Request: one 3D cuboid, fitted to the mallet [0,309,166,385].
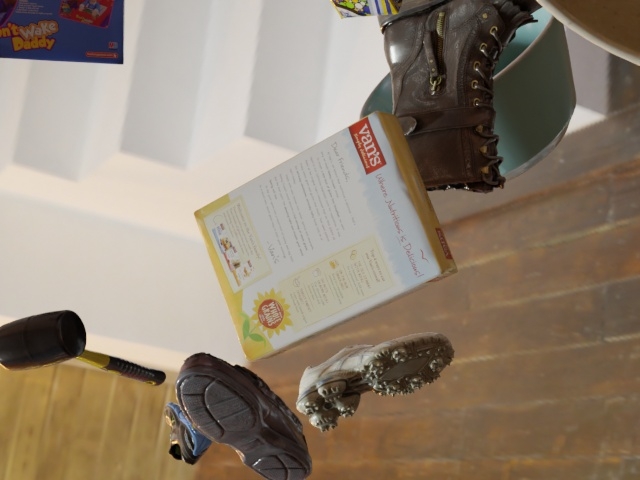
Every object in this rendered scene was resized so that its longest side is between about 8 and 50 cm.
[{"bbox_3d":[-0.185,0.095,0.872,0.062,0.190,0.039,-10,70,12],"label":"mallet"}]

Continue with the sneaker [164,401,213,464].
[{"bbox_3d":[-0.232,0.323,1.846,0.078,0.067,0.188,-60,21,-3],"label":"sneaker"}]

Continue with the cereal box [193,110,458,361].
[{"bbox_3d":[0.000,0.000,1.103,0.240,0.047,0.173,-26,77,26],"label":"cereal box"}]

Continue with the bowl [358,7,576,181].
[{"bbox_3d":[0.224,-0.185,1.510,0.311,0.163,0.311,-32,21,14],"label":"bowl"}]

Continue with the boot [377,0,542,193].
[{"bbox_3d":[0.170,-0.162,1.160,0.263,0.091,0.229,-12,77,32],"label":"boot"}]

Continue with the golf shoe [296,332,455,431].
[{"bbox_3d":[0.053,0.128,1.169,0.176,0.069,0.086,-23,32,9],"label":"golf shoe"}]

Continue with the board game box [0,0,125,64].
[{"bbox_3d":[-0.468,-0.393,1.663,0.078,0.347,0.233,-121,34,-73],"label":"board game box"}]

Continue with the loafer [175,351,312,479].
[{"bbox_3d":[-0.109,0.241,1.579,0.109,0.302,0.095,-20,43,20],"label":"loafer"}]

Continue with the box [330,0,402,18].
[{"bbox_3d":[0.013,-0.256,0.895,0.059,0.169,0.054,2,61,32],"label":"box"}]

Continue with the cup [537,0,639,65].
[{"bbox_3d":[0.268,-0.273,0.598,0.331,0.331,0.237,-30,38,54],"label":"cup"}]
